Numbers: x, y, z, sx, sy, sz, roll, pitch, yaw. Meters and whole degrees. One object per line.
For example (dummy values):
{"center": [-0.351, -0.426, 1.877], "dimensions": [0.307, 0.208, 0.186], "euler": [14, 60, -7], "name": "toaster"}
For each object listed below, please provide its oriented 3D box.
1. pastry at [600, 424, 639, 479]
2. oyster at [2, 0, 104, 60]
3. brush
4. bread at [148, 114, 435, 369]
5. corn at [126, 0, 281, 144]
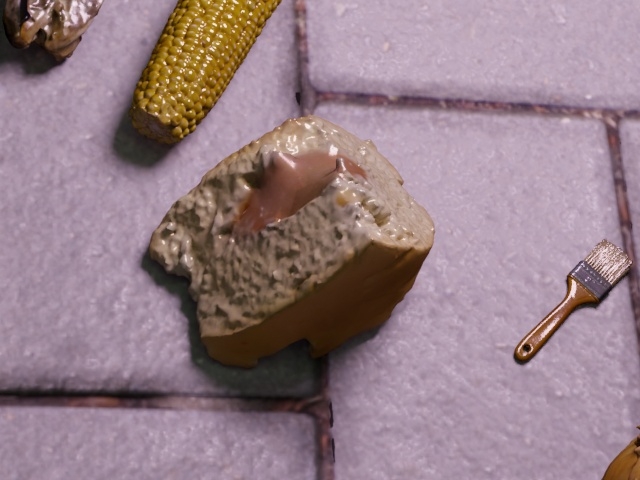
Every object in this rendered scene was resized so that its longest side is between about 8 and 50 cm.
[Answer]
{"center": [0.355, 0.240, 1.325], "dimensions": [0.255, 0.311, 0.162], "euler": [12, 60, 3], "name": "pastry"}
{"center": [-0.276, -0.345, 1.552], "dimensions": [0.133, 0.198, 0.337], "euler": [-17, 81, 28], "name": "oyster"}
{"center": [0.249, 0.063, 1.549], "dimensions": [0.043, 0.014, 0.170], "euler": [43, 65, 11], "name": "brush"}
{"center": [-0.004, 0.007, 1.485], "dimensions": [0.211, 0.224, 0.183], "euler": [11, 46, -55], "name": "bread"}
{"center": [-0.110, -0.210, 1.554], "dimensions": [0.091, 0.091, 0.260], "euler": [49, 57, -34], "name": "corn"}
